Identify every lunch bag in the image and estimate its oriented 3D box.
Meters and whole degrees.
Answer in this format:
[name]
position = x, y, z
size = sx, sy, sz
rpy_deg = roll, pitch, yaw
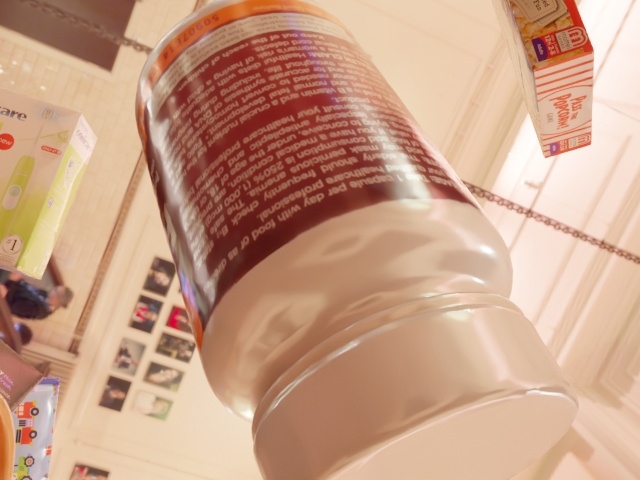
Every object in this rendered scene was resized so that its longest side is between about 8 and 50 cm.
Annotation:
[lunch bag]
position = -0.572, 0.316, 0.957
size = 0.138, 0.293, 0.220
rpy_deg = -7, -104, 35

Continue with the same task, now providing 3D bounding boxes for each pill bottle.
[pill bottle]
position = 0.000, 0.000, 0.485
size = 0.224, 0.224, 0.392
rpy_deg = -60, -140, 36

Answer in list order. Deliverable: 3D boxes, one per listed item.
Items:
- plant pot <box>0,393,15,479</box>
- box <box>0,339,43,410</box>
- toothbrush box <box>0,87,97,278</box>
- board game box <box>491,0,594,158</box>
[plant pot]
position = -0.378, 0.215, 0.425
size = 0.291, 0.204, 0.290
rpy_deg = 14, 90, -89
[box]
position = -0.502, 0.221, 0.764
size = 0.143, 0.165, 0.270
rpy_deg = -44, -172, 18
[toothbrush box]
position = -0.539, -0.102, 1.075
size = 0.122, 0.207, 0.283
rpy_deg = 116, -8, -75
[board game box]
position = 0.181, -0.189, 0.541
size = 0.147, 0.045, 0.193
rpy_deg = 42, 35, -62
